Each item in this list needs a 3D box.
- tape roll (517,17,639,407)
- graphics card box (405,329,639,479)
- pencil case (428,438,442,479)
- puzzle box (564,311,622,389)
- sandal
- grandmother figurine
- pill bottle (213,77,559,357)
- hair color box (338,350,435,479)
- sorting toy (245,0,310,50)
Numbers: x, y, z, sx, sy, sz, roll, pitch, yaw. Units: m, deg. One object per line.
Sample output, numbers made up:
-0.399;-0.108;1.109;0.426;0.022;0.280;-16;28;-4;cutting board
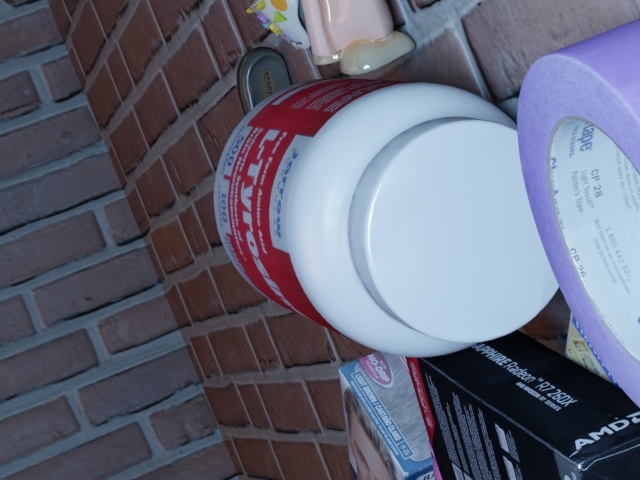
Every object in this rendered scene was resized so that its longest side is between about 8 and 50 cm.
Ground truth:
0.235;-0.010;1.293;0.275;0.090;0.275;158;90;-76;tape roll
0.195;0.211;1.564;0.371;0.094;0.233;-148;39;-71;graphics card box
0.176;0.283;1.995;0.095;0.098;0.209;-54;-44;-50;pencil case
0.307;0.248;1.499;0.272;0.052;0.409;88;156;-54;puzzle box
-0.037;-0.120;2.254;0.060;0.090;0.219;4;110;51;sandal
-0.008;-0.322;1.745;0.208;0.104;0.342;15;129;57;grandmother figurine
0.059;-0.024;1.661;0.407;0.229;0.229;-163;52;-73;pill bottle
0.111;0.292;2.226;0.347;0.105;0.174;83;160;-46;hair color box
-0.040;-0.243;2.139;0.075;0.045;0.083;51;169;-9;sorting toy
